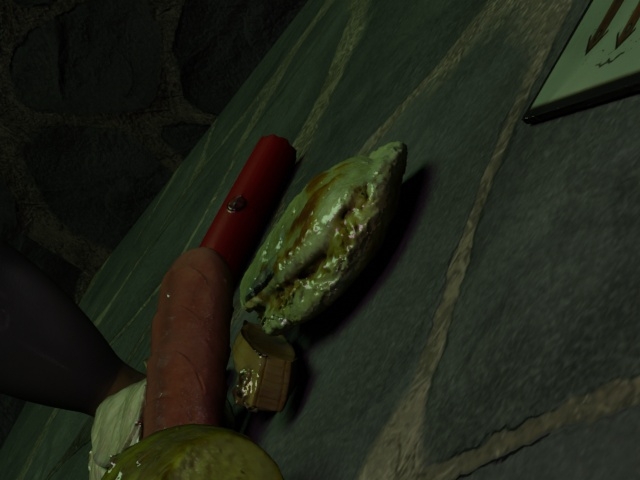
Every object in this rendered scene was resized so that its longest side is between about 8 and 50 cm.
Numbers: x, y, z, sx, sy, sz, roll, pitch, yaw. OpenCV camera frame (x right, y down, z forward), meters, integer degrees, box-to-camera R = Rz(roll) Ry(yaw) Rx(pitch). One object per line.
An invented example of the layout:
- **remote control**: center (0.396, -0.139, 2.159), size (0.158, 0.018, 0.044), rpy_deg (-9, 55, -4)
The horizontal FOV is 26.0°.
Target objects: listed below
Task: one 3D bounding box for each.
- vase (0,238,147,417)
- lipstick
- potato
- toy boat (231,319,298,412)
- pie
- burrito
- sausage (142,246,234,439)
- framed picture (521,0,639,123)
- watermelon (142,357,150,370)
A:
- **vase**: center (-0.323, 0.151, 1.729), size (0.173, 0.321, 0.173), rpy_deg (-50, 14, 18)
- **lipstick**: center (-0.114, -0.027, 1.955), size (0.073, 0.073, 0.280), rpy_deg (-39, 22, 56)
- **potato**: center (-0.094, 0.234, 1.046), size (0.298, 0.141, 0.176), rpy_deg (-141, 69, -69)
- **toy boat**: center (-0.058, 0.130, 1.357), size (0.206, 0.064, 0.072), rpy_deg (-132, 57, -81)
- **pie**: center (0.000, 0.000, 1.365), size (0.248, 0.090, 0.201), rpy_deg (-45, 10, 46)
- **burrito**: center (-0.179, 0.219, 1.504), size (0.299, 0.105, 0.143), rpy_deg (-27, 41, 65)
- **sausage**: center (-0.130, 0.149, 1.367), size (0.088, 0.088, 0.433), rpy_deg (-49, 26, 33)
- **framed picture**: center (0.281, -0.238, 1.057), size (0.324, 0.013, 0.244), rpy_deg (-59, 11, -11)
- **watermelon**: center (-0.150, 0.159, 1.632), size (0.069, 0.087, 0.163), rpy_deg (-28, 3, -21)
